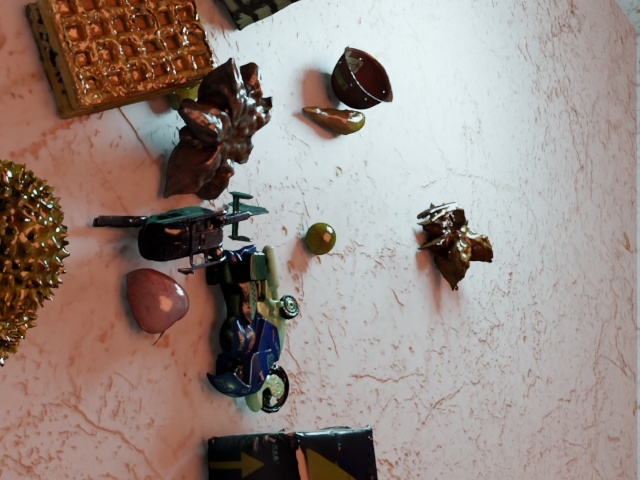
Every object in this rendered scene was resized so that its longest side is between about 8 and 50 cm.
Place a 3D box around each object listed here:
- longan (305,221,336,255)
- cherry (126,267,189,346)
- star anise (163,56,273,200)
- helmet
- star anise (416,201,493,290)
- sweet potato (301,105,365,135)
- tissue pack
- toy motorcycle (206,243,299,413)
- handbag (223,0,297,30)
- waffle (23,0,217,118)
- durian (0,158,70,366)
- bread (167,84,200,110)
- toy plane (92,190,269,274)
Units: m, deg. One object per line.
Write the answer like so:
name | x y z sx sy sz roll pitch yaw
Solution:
longan | 0.000 0.000 2.053 0.083 0.075 0.075 101 15 -47
cherry | -0.288 0.109 1.634 0.126 0.087 0.106 52 40 -33
star anise | -0.196 -0.205 1.739 0.108 0.315 0.315 31 41 13
helmet | 0.090 -0.366 2.217 0.155 0.106 0.175 -11 63 -52
star anise | 0.333 -0.009 2.403 0.346 0.148 0.237 38 49 -51
sweet potato | 0.041 -0.280 2.178 0.226 0.068 0.068 -1 80 -48
tissue pack | -0.043 0.546 1.686 0.264 0.253 0.416 12 69 -50
toy motorcycle | -0.139 0.174 1.783 0.196 0.125 0.331 -2 86 -53
handbag | -0.114 -0.622 1.870 0.325 0.327 0.162 59 46 -20
waffle | -0.344 -0.353 1.651 0.308 0.091 0.213 -22 98 -41
durian | -0.482 0.019 1.307 0.258 0.258 0.293 29 69 -44
bread | -0.270 -0.316 1.809 0.154 0.054 0.136 17 70 -45
toy plane | -0.224 -0.028 1.708 0.381 0.155 0.106 -18 119 -49
